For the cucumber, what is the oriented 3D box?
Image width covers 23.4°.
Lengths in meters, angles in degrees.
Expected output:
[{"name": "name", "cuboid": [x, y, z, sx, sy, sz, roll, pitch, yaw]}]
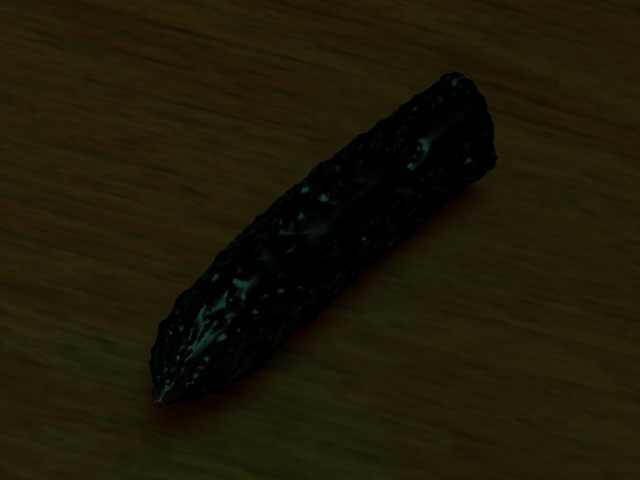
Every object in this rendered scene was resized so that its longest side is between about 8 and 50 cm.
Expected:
[{"name": "cucumber", "cuboid": [-0.002, -0.001, 0.899, 0.072, 0.072, 0.300, 37, 54, 20]}]
